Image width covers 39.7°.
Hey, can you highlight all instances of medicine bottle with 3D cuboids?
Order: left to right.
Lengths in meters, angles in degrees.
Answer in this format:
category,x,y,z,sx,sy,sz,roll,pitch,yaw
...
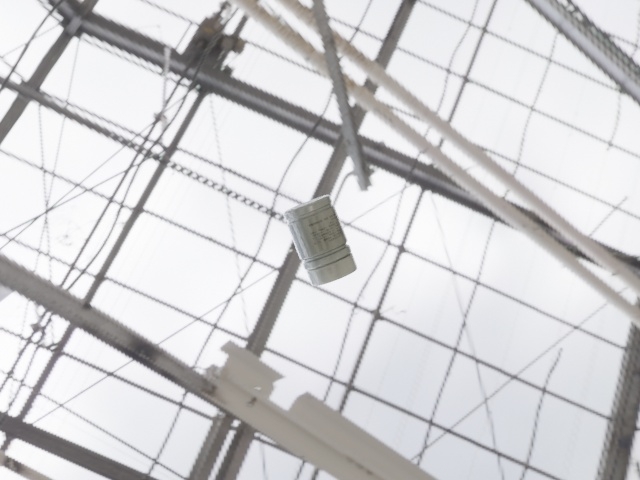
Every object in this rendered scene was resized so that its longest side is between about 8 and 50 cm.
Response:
category,x,y,z,sx,sy,sz,roll,pitch,yaw
medicine bottle,0.000,0.000,1.002,0.058,0.058,0.091,-25,-83,-35
